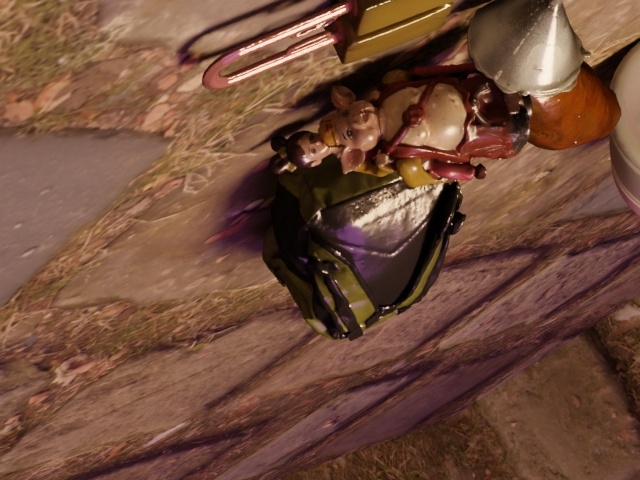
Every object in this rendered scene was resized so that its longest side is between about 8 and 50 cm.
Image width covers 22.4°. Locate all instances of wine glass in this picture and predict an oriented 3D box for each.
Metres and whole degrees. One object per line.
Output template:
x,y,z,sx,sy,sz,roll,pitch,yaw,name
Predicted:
0.212,-0.224,1.463,0.122,0.122,0.183,-22,158,-24,wine glass

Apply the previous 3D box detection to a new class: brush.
0.005,-0.178,1.341,0.233,0.047,0.103,-23,165,-17,brush

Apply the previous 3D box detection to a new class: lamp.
0.077,-0.112,1.568,0.253,0.118,0.118,-5,162,-7,lamp

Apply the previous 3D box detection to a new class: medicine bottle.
0.465,-0.135,2.041,0.202,0.202,0.316,-30,166,5,medicine bottle

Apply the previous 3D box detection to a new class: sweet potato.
0.244,-0.154,1.726,0.112,0.112,0.359,-33,151,19,sweet potato

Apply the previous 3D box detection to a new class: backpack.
0.052,-0.002,1.740,0.207,0.140,0.253,-22,141,-17,backpack

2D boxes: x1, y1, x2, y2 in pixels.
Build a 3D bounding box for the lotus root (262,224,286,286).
-0.003,-0.002,1.889,0.143,0.070,0.144,-37,164,-6,lotus root
